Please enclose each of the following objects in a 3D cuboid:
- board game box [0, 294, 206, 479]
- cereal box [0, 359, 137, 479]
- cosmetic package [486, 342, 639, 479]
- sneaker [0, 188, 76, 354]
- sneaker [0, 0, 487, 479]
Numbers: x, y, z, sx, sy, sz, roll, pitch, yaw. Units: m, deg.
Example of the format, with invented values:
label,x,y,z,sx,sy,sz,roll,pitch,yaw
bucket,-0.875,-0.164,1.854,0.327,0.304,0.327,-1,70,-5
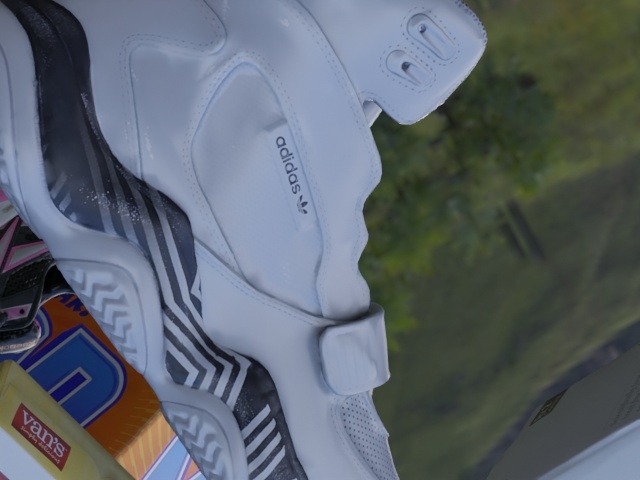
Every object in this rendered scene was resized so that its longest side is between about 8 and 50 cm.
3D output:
label,x,y,z,sx,sy,sz,roll,pitch,yaw
board game box,-0.272,0.222,1.551,0.356,0.356,0.356,29,-116,32
cereal box,-0.179,0.171,0.874,0.240,0.173,0.047,-30,-154,28
cosmetic package,0.207,0.167,1.051,0.151,0.183,0.151,-36,-176,33
sneaker,-0.187,0.034,0.967,0.178,0.077,0.072,-40,167,-30
sneaker,0.000,0.000,0.833,0.210,0.366,0.137,-35,-166,-7
